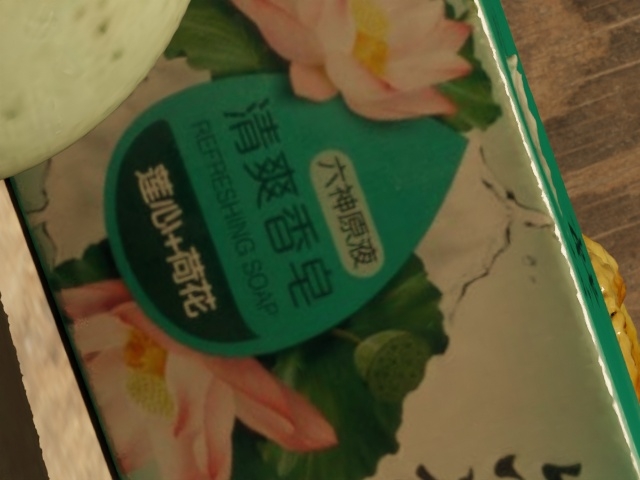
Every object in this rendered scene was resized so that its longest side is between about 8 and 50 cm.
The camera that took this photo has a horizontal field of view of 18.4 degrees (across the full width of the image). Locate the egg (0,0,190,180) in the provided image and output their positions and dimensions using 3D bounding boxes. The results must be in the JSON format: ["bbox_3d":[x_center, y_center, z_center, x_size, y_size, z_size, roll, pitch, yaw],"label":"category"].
[{"bbox_3d":[-0.094,-0.085,0.390,0.164,0.131,0.131,51,1,26],"label":"egg"}]

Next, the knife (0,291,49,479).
[{"bbox_3d":[-0.112,-0.044,0.503,0.072,0.019,0.245,-48,122,-82],"label":"knife"}]

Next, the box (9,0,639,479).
[{"bbox_3d":[0.000,0.000,0.614,0.092,0.153,0.245,-39,110,-79],"label":"box"}]

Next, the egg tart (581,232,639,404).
[{"bbox_3d":[0.122,0.153,1.003,0.319,0.128,0.319,-12,90,-82],"label":"egg tart"}]
